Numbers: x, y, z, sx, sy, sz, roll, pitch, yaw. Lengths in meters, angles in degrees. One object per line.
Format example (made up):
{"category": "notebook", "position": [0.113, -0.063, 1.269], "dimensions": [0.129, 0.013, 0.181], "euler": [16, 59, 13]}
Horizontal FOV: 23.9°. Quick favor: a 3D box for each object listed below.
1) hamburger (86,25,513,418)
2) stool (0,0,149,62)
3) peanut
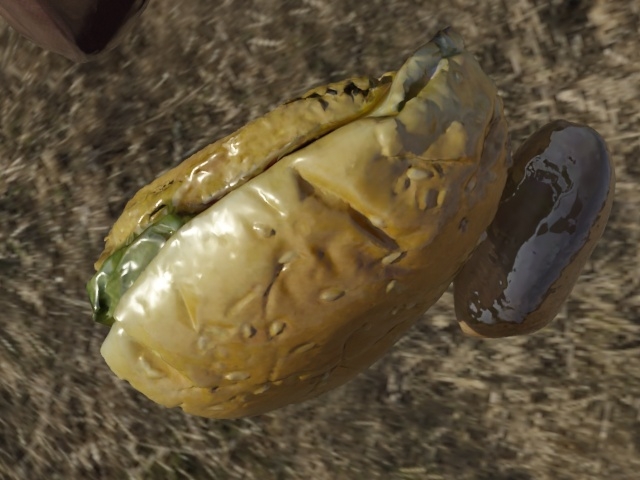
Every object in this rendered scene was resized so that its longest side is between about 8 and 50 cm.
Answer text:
{"category": "hamburger", "position": [0.000, 0.000, 0.742], "dimensions": [0.155, 0.208, 0.135], "euler": [-22, 81, -58]}
{"category": "stool", "position": [-0.138, -0.217, 0.594], "dimensions": [0.272, 0.272, 0.178], "euler": [42, 87, -12]}
{"category": "peanut", "position": [0.126, -0.004, 0.899], "dimensions": [0.076, 0.076, 0.152], "euler": [18, 118, -16]}
